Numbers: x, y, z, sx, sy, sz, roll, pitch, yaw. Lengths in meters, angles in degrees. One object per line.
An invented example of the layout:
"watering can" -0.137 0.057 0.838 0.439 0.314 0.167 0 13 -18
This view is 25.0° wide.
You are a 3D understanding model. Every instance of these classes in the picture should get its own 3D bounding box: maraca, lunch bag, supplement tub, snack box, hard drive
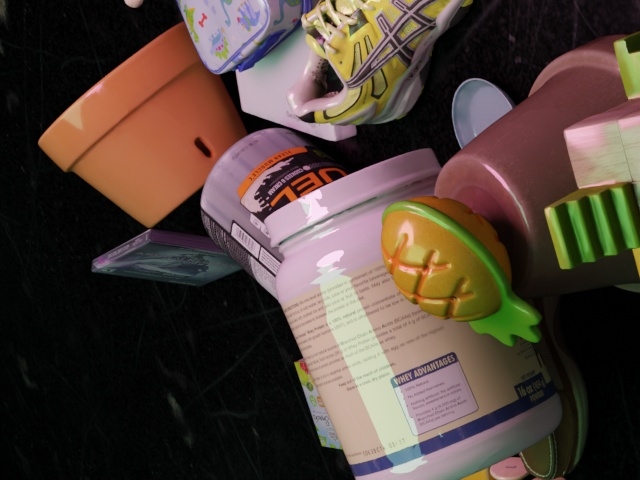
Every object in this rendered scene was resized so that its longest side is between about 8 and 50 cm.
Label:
"maraca" 0.129 0.031 1.331 0.185 0.099 0.127 45 159 -12
"lunch bag" -0.104 -0.319 1.850 0.219 0.090 0.176 -32 80 60
"supplement tub" 0.093 0.089 1.534 0.235 0.235 0.324 -30 82 61
"supplement tub" 0.000 0.000 1.887 0.316 0.194 0.193 39 140 39
"snack box" 0.019 0.244 2.180 0.100 0.037 0.141 -3 107 60
"hard drive" -0.055 -0.323 1.907 0.233 0.047 0.353 24 129 51

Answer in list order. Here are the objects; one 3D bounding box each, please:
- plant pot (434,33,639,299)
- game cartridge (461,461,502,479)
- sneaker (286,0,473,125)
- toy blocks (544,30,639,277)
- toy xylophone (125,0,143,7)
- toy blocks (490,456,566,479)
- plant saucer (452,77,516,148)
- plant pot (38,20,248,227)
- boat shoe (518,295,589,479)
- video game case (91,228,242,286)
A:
"plant pot" 0.242 -0.050 1.417 0.263 0.229 0.263 37 137 43
"game cartridge" 0.150 0.255 1.967 0.285 0.053 0.323 24 131 51
"sneaker" 0.067 -0.263 1.644 0.145 0.147 0.384 52 146 29
"toy blocks" 0.377 -0.093 1.081 0.261 0.381 0.190 -8 102 45
"toy xylophone" -0.226 -0.451 1.935 0.323 0.081 0.236 158 128 -69
"toy blocks" 0.272 0.362 1.824 0.123 0.054 0.148 21 127 53
"plant saucer" 0.197 -0.131 1.646 0.119 0.021 0.119 39 140 42
"plant pot" -0.239 -0.154 2.118 0.203 0.291 0.291 52 151 -4
"boat shoe" 0.220 0.132 1.686 0.122 0.120 0.324 8 116 57
"video game case" -0.229 0.030 2.297 0.274 0.196 0.026 -20 64 61
